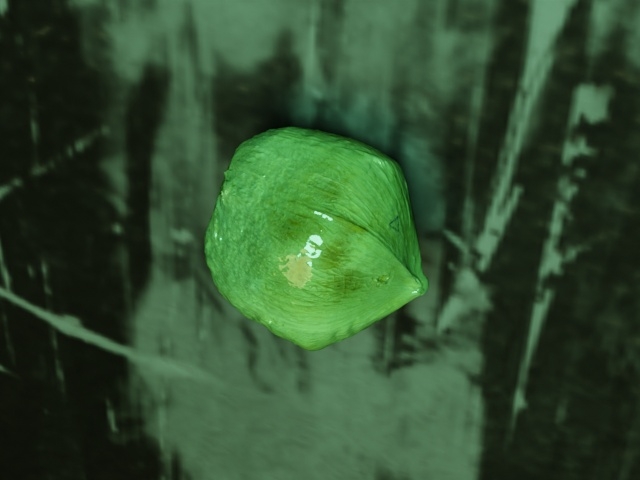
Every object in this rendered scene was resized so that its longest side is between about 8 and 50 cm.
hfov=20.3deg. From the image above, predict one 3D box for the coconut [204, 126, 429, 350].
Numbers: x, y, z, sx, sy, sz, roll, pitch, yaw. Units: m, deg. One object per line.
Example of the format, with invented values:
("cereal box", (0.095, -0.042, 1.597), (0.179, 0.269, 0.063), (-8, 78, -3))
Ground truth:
("coconut", (0.000, 0.000, 0.726), (0.096, 0.088, 0.088), (23, 136, 14))
